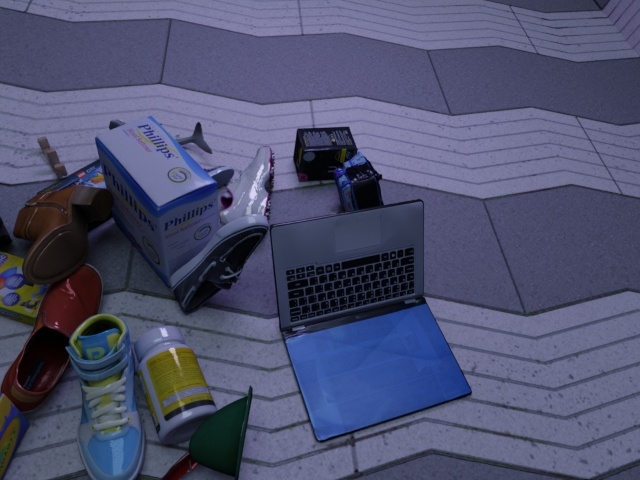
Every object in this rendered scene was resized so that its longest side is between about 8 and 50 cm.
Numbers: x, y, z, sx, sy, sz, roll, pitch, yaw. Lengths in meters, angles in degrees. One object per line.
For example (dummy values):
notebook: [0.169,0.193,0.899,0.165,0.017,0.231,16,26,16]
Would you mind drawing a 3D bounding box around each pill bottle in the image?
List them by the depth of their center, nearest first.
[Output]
pill bottle: [-0.296,0.284,1.042,0.119,0.119,0.209,-18,58,-23]

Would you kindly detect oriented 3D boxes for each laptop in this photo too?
laptop: [0.117,0.156,1.152,0.381,0.409,0.236,-11,21,-18]

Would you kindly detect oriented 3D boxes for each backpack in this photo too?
backpack: [0.102,-0.155,1.442,0.116,0.158,0.173,-18,43,-1]

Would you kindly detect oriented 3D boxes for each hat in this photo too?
hat: [-0.231,0.362,0.957,0.183,0.173,0.209,9,51,-4]

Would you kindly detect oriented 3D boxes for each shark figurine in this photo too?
shark figurine: [-0.464,-0.265,1.480,0.278,0.166,0.116,1,76,-32]

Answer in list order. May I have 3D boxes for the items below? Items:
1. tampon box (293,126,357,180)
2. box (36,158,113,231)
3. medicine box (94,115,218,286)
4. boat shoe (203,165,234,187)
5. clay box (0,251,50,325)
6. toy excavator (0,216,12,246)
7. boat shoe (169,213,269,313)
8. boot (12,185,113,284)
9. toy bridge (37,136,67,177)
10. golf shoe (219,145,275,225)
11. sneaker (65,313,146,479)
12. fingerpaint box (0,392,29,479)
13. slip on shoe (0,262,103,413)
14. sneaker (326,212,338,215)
tampon box: [0.011,-0.253,1.518,0.160,0.121,0.102,-5,52,-14]
box: [-0.586,-0.126,1.360,0.159,0.044,0.233,36,55,19]
medicine box: [-0.373,-0.088,1.211,0.149,0.289,0.263,-32,63,-30]
boat shoe: [-0.334,-0.179,1.433,0.183,0.065,0.083,-29,63,-27]
clay box: [-0.683,0.104,1.157,0.221,0.053,0.128,17,51,2]
toy excavator: [-0.923,-0.136,1.172,0.222,0.433,0.446,-32,91,-29]
boat shoe: [-0.218,0.060,1.154,0.108,0.301,0.102,19,39,-56]
boot: [-0.621,-0.020,1.161,0.220,0.109,0.284,0,51,22]
toy bridge: [-0.716,-0.215,1.394,0.026,0.063,0.188,-26,47,-26]
golf shoe: [-0.195,-0.149,1.409,0.140,0.115,0.307,5,50,-2]
sneaker: [-0.405,0.283,0.966,0.127,0.208,0.319,-10,55,-19]
fingerpaint box: [-0.753,0.445,0.804,0.370,0.163,0.445,10,51,-2]
slip on shoe: [-0.534,0.185,1.064,0.123,0.101,0.332,35,47,-25]
sneaker: [0.000,0.000,1.359,0.185,0.070,0.084,-33,73,-24]
